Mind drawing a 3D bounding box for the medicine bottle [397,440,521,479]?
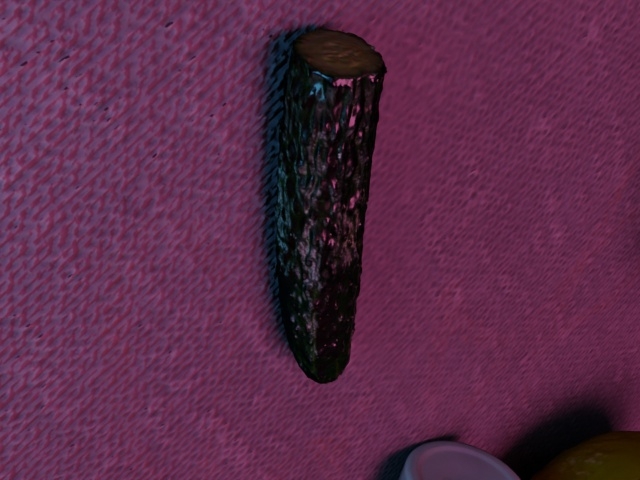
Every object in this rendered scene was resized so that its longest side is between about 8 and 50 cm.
[{"bbox_3d":[0.099,0.377,1.005,0.130,0.130,0.341,-8,124,-39],"label":"medicine bottle"}]

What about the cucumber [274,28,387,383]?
[{"bbox_3d":[0.000,0.000,0.670,0.067,0.067,0.294,-22,135,-30],"label":"cucumber"}]

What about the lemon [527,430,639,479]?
[{"bbox_3d":[0.366,0.377,1.110,0.364,0.364,0.364,-24,134,-28],"label":"lemon"}]
